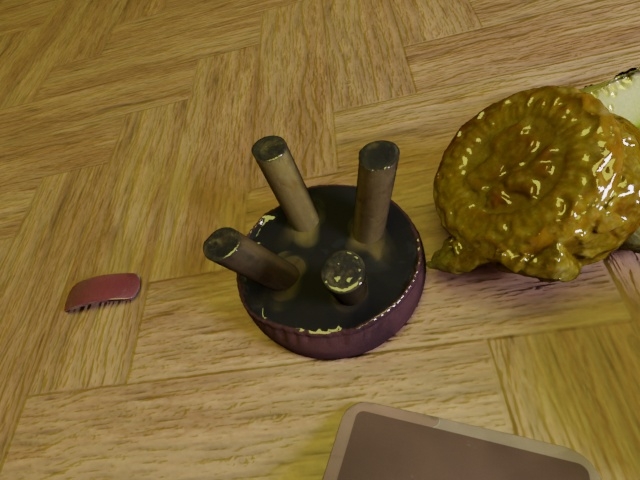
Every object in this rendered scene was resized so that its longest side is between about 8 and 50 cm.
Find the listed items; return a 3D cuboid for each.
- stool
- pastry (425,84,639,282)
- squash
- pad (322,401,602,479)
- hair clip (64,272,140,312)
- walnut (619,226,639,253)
[{"bbox_3d":[0.000,0.000,0.550,0.272,0.178,0.272,-7,56,11],"label":"stool"},{"bbox_3d":[0.270,-0.060,0.518,0.240,0.132,0.235,-6,70,50],"label":"pastry"},{"bbox_3d":[0.342,-0.151,0.602,0.252,0.093,0.169,-25,8,-3],"label":"squash"},{"bbox_3d":[0.131,0.256,0.405,0.266,0.002,0.176,6,37,19],"label":"pad"},{"bbox_3d":[-0.367,0.085,0.693,0.137,0.022,0.054,-11,51,8],"label":"hair clip"},{"bbox_3d":[0.393,-0.024,0.517,0.092,0.092,0.092,-8,54,11],"label":"walnut"}]
